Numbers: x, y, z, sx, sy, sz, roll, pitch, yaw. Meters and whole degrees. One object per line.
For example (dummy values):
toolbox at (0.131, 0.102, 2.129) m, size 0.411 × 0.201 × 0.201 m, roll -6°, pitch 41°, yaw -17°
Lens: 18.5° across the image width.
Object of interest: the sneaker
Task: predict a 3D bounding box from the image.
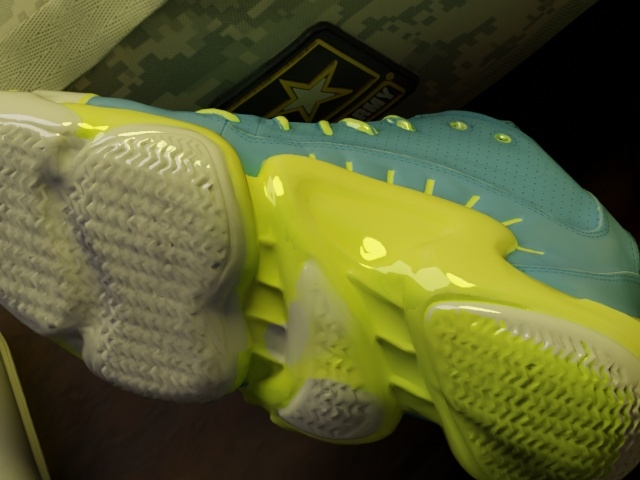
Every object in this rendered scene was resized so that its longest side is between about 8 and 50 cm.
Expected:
sneaker at (0.000, 0.000, 0.636) m, size 0.126 × 0.240 × 0.091 m, roll -59°, pitch -8°, yaw -57°

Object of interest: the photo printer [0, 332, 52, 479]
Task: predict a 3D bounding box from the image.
photo printer at (-0.236, 0.138, 0.869) m, size 0.256 × 0.107 × 0.307 m, roll -45°, pitch 27°, yaw 5°

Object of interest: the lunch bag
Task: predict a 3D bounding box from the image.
lunch bag at (-0.006, -0.112, 0.731) m, size 0.235 × 0.169 × 0.287 m, roll -35°, pitch 4°, yaw 24°
